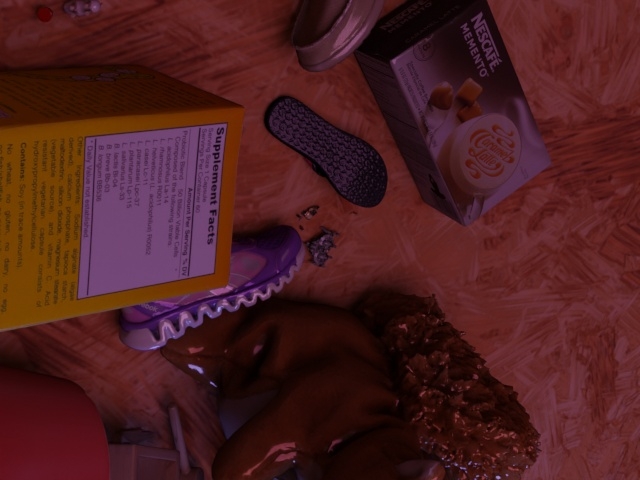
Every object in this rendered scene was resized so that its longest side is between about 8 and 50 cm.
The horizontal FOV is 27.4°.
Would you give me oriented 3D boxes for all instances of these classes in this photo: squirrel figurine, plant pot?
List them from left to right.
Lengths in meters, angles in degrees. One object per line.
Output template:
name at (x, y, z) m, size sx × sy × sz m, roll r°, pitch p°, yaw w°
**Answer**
plant pot at (-0.366, 0.238, 1.335) m, size 0.243 × 0.275 × 0.275 m, roll 4°, pitch 109°, yaw -40°
squirrel figurine at (0.068, 0.223, 1.486) m, size 0.397 × 0.370 × 0.281 m, roll -20°, pitch 119°, yaw -22°

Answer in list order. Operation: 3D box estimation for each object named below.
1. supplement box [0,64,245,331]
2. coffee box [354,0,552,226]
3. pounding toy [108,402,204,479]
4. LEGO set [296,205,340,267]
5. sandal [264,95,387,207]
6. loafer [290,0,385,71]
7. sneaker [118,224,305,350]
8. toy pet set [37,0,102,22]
supplement box at (-0.273, -0.047, 1.248) m, size 0.356 × 0.195 × 0.194 m, roll -10°, pitch 115°, yaw -40°
coffee box at (0.156, -0.160, 1.541) m, size 0.141 × 0.098 × 0.247 m, roll -35°, pitch 123°, yaw -12°
pounding toy at (-0.214, 0.278, 1.515) m, size 0.206 × 0.094 × 0.181 m, roll 35°, pitch 54°, yaw -69°
LEGO set at (-0.002, 0.000, 1.566) m, size 0.054 × 0.023 × 0.083 m, roll -42°, pitch 124°, yaw -8°
sandal at (0.008, -0.106, 1.524) m, size 0.179 × 0.040 × 0.067 m, roll 38°, pitch 84°, yaw -21°
loafer at (0.030, -0.311, 1.413) m, size 0.092 × 0.102 × 0.269 m, roll 28°, pitch 86°, yaw -33°
sneaker at (-0.129, 0.030, 1.471) m, size 0.236 × 0.095 × 0.105 m, roll -25°, pitch 113°, yaw -17°
toy pet set at (-0.229, -0.287, 1.311) m, size 0.114 × 0.065 × 0.122 m, roll -1°, pitch 112°, yaw 9°
